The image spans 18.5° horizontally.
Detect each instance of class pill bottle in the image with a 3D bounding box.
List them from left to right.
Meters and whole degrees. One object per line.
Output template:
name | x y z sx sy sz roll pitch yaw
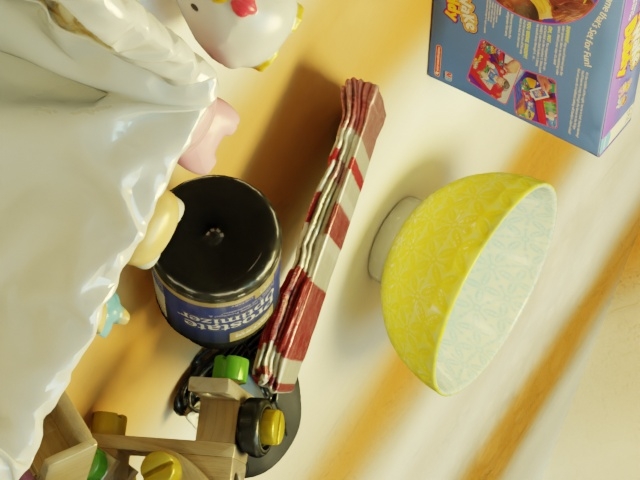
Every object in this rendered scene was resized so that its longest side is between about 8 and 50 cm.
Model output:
pill bottle | -0.098 0.029 1.862 0.123 0.122 0.219 -56 170 -17

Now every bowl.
bowl | 0.153 0.029 2.409 0.289 0.156 0.289 -49 155 -32

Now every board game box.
board game box | 0.242 -0.278 2.146 0.078 0.233 0.347 -47 154 -33

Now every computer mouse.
computer mouse | -0.073 0.188 2.199 0.188 0.072 0.272 -53 157 -26

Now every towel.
towel | 0.000 0.000 2.062 0.237 0.037 0.329 47 62 -84

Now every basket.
basket | -0.286 -0.046 1.173 0.331 0.266 0.328 -63 159 -1

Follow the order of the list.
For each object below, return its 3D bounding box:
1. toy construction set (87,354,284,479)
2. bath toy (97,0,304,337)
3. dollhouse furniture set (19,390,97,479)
toy construction set | -0.177 0.210 1.873 0.309 0.257 0.237 21 78 -46
bath toy | -0.140 -0.095 1.655 0.129 0.151 0.348 32 84 -33
dollhouse furniture set | -0.285 0.319 1.550 0.303 0.286 0.198 -23 159 -31
